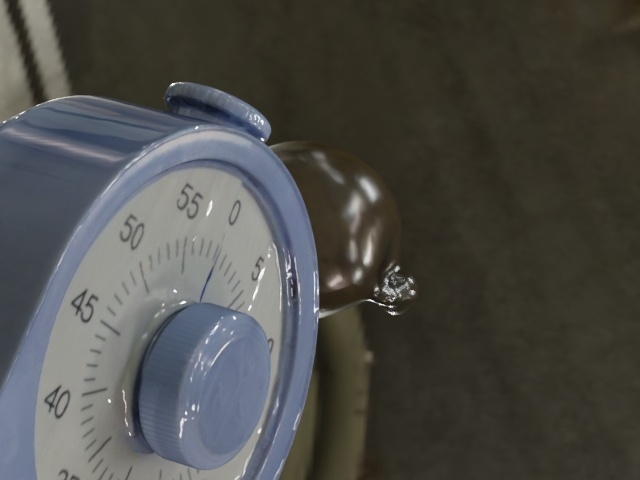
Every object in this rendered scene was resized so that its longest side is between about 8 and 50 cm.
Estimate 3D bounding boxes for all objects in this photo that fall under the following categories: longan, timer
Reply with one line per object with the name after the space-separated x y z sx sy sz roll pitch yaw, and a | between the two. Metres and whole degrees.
0.000 0.000 1.666 0.204 0.185 0.159 35 -72 -4 | longan
-0.126 0.072 1.256 0.173 0.395 0.395 14 -88 30 | timer
